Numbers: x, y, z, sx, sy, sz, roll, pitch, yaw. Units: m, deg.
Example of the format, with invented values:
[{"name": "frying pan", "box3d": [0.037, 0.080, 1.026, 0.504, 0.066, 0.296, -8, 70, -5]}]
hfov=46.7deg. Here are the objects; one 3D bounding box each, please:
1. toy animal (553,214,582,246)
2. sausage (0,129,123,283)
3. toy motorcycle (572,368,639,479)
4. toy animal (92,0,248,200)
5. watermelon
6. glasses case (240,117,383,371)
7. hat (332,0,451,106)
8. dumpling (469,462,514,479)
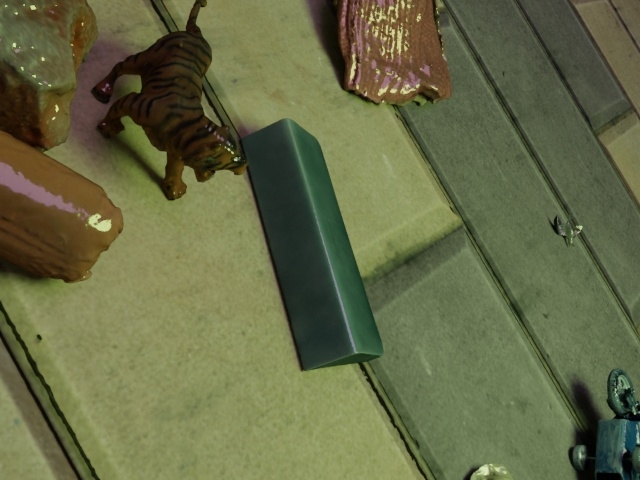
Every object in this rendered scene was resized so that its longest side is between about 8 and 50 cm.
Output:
[{"name": "toy animal", "box3d": [0.427, -0.015, 1.262, 0.084, 0.028, 0.050, 15, 48, -38]}, {"name": "sausage", "box3d": [-0.277, -0.059, 0.528, 0.289, 0.086, 0.086, 32, 47, -29]}, {"name": "toy motorcycle", "box3d": [0.417, 0.307, 1.008, 0.135, 0.092, 0.254, 43, 50, -32]}, {"name": "toy animal", "box3d": [-0.137, -0.164, 0.714, 0.114, 0.116, 0.255, 26, 49, -35]}, {"name": "watermelon", "box3d": [-0.288, -0.247, 0.584, 0.302, 0.151, 0.264, 32, 46, -28]}, {"name": "glasses case", "box3d": [0.000, 0.000, 0.798, 0.105, 0.056, 0.266, 1, 66, -45]}, {"name": "hat", "box3d": [0.102, -0.335, 1.067, 0.236, 0.107, 0.286, -11, 98, -49]}, {"name": "dumpling", "box3d": [0.192, 0.283, 0.830, 0.059, 0.043, 0.077, 25, 64, -12]}]
